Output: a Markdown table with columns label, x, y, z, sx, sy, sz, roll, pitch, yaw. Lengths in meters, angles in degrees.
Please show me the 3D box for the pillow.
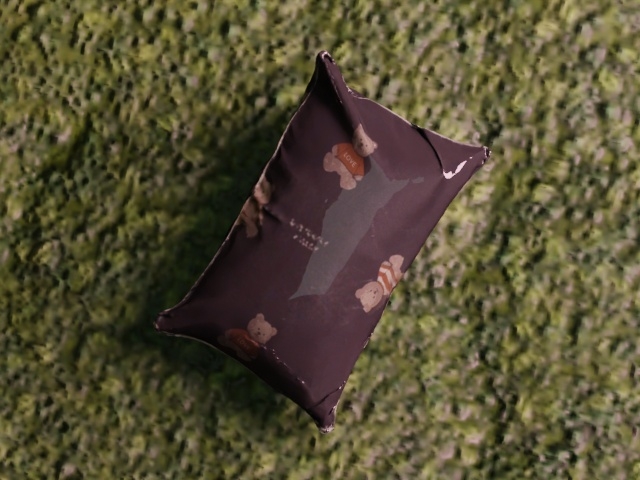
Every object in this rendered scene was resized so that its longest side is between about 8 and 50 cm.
| label | x | y | z | sx | sy | sz | roll | pitch | yaw |
| --- | --- | --- | --- | --- | --- | --- | --- | --- | --- |
| pillow | 0.000 | 0.000 | 0.844 | 0.090 | 0.048 | 0.150 | 32 | 97 | 21 |
